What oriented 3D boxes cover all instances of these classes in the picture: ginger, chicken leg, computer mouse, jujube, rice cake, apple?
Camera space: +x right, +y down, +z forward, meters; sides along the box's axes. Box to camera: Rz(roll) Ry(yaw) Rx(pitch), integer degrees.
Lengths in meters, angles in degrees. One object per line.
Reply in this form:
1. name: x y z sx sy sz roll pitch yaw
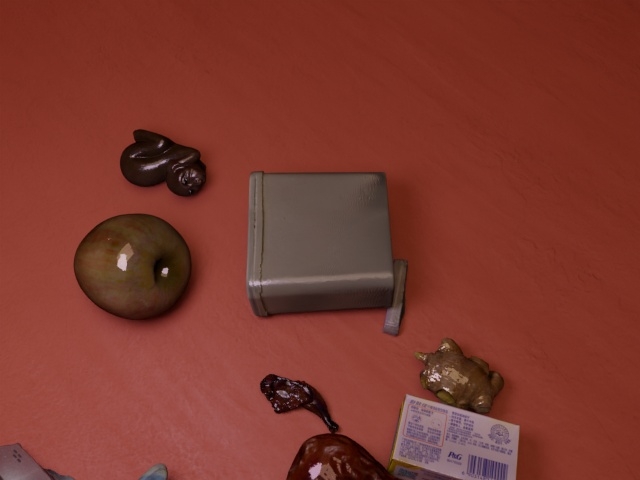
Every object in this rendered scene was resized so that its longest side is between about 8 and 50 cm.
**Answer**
1. ginger: 0.313 0.313 1.565 0.216 0.102 0.157 29 57 14
2. chicken leg: -0.046 0.369 1.555 0.205 0.053 0.093 16 85 15
3. computer mouse: -0.626 0.547 1.405 0.389 0.115 0.199 33 62 15
4. jujube: 0.057 0.517 1.408 0.255 0.190 0.190 23 63 1
5. rice cake: 0.190 0.140 1.696 0.047 0.036 0.206 2 61 15
6. apple: -0.450 0.061 1.612 0.234 0.257 0.256 0 56 34

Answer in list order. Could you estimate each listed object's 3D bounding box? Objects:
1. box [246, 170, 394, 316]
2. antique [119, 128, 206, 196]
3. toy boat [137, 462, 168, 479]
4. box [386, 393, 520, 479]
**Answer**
1. box: 0.000 0.000 1.678 0.344 0.177 0.351 -2 61 1
2. antique: -0.421 -0.197 1.819 0.257 0.121 0.143 21 70 10
3. toy boat: -0.350 0.628 1.355 0.215 0.123 0.330 35 49 -16
4. box: 0.290 0.457 1.469 0.265 0.097 0.168 14 48 5
